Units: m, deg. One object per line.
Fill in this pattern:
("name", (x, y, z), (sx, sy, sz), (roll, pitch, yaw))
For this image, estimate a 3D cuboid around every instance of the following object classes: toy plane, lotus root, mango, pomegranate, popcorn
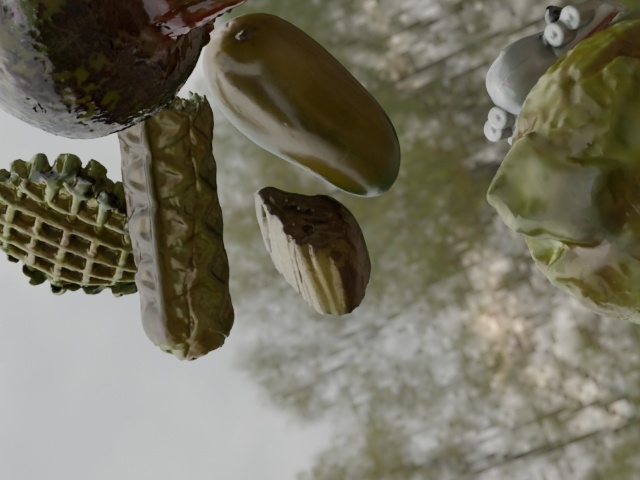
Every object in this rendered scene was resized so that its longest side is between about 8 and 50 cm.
("toy plane", (0.308, -0.212, 2.281), (0.118, 0.252, 0.252), (52, -169, 23))
("lotus root", (-0.003, -0.001, 1.941), (0.159, 0.095, 0.135), (45, 163, 34))
("mango", (-0.016, -0.133, 1.861), (0.251, 0.156, 0.114), (44, -118, -11))
("pomegranate", (-0.149, -0.182, 1.312), (0.214, 0.248, 0.214), (17, -110, -60))
("popcorn", (0.293, -0.051, 1.484), (0.225, 0.276, 0.276), (-24, -90, -56))

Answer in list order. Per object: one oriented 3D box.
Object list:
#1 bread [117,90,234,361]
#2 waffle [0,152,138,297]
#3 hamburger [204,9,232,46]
("bread", (-0.142, -0.012, 1.771), (0.087, 0.098, 0.269), (-92, -4, -79))
("waffle", (-0.270, -0.012, 1.964), (0.214, 0.208, 0.054), (56, -140, -36))
("hamburger", (-0.150, -0.261, 1.738), (0.162, 0.115, 0.162), (38, -168, -10))
